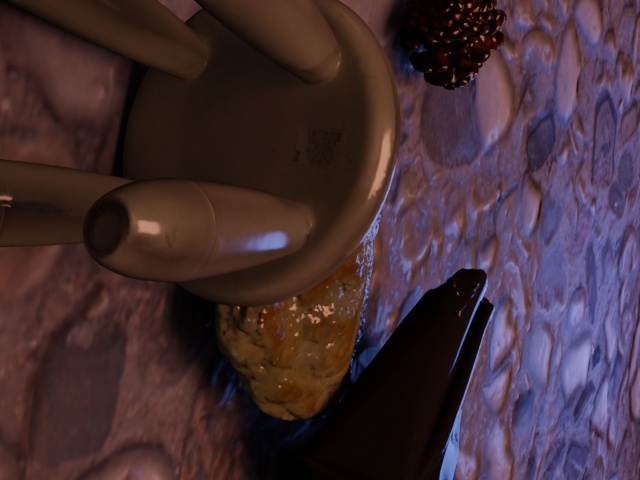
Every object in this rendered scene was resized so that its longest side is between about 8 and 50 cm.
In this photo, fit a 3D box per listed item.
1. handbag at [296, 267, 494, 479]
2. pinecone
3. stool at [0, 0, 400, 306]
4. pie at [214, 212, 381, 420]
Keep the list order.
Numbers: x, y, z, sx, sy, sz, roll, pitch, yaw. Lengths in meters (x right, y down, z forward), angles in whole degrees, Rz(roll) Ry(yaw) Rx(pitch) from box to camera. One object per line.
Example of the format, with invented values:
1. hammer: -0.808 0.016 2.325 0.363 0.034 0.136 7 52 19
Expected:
1. handbag: 0.073 0.182 0.921 0.257 0.113 0.285 -56 157 -35
2. pinecone: 0.125 -0.195 0.973 0.109 0.102 0.102 48 54 -76
3. stool: -0.083 -0.066 0.543 0.198 0.195 0.195 10 88 -58
4. pie: 0.002 0.004 0.803 0.257 0.105 0.274 19 81 -70
